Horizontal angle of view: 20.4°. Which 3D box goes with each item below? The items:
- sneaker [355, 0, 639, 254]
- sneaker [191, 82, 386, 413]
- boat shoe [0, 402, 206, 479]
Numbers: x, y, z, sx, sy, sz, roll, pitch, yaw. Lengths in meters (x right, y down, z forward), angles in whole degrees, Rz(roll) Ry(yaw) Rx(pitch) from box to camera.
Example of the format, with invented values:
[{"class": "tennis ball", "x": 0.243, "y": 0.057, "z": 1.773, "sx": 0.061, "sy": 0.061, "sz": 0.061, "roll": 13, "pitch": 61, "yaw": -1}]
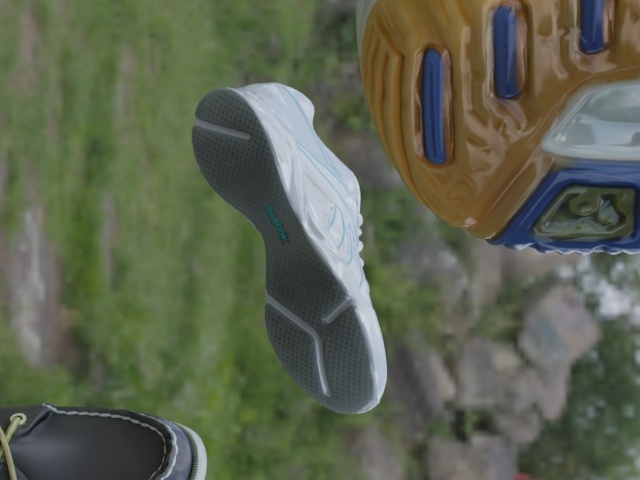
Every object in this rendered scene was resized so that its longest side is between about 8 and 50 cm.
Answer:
[{"class": "sneaker", "x": 0.157, "y": -0.069, "z": 0.441, "sx": 0.131, "sy": 0.296, "sz": 0.112, "roll": -93, "pitch": -170, "yaw": -51}, {"class": "sneaker", "x": 0.000, "y": 0.000, "z": 0.772, "sx": 0.061, "sy": 0.054, "sz": 0.152, "roll": -23, "pitch": 93, "yaw": -52}, {"class": "boat shoe", "x": -0.173, "y": 0.123, "z": 0.902, "sx": 0.068, "sy": 0.228, "sz": 0.081, "roll": 57, "pitch": 26, "yaw": -55}]
